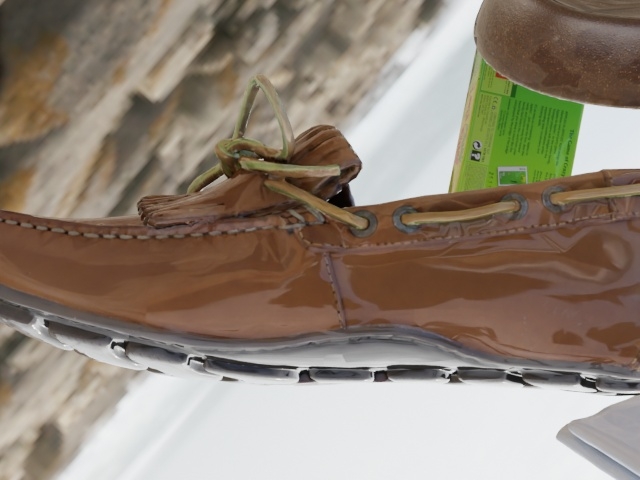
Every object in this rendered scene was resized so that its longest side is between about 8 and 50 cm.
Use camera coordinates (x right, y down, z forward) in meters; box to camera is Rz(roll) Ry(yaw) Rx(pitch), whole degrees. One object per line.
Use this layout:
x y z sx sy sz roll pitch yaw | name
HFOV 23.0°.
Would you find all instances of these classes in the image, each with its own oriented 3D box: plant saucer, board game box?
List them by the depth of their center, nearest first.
0.260 -0.185 1.115 0.310 0.311 0.050 -47 135 -45 | plant saucer
0.161 -0.082 1.287 0.043 0.092 0.181 141 -39 -81 | board game box

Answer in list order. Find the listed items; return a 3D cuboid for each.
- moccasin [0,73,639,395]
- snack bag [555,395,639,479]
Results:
0.000 0.000 0.794 0.139 0.380 0.147 53 38 -80 | moccasin
0.378 0.138 0.984 0.343 0.323 0.037 -17 123 -35 | snack bag
